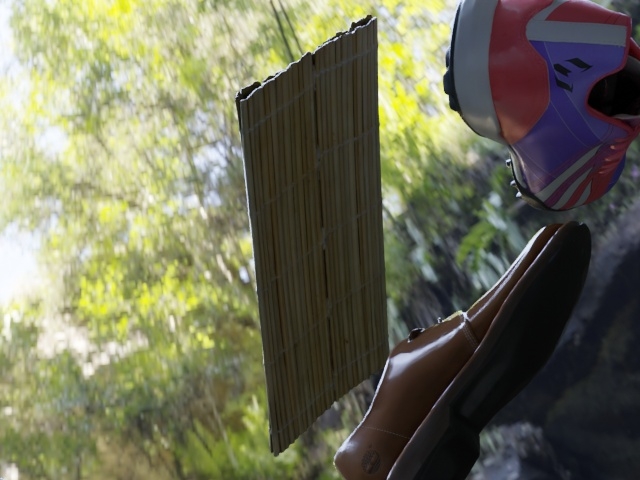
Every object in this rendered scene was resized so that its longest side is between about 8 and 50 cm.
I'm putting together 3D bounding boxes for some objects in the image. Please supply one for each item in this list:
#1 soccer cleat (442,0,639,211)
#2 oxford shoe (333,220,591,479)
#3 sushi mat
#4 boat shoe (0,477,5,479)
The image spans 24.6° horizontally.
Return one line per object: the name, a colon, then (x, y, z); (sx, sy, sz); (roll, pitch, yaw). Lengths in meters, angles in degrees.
soccer cleat: (0.184, -0.087, 1.018); (0.116, 0.318, 0.109); (5, -102, 24)
oxford shoe: (0.083, 0.064, 0.863); (0.212, 0.076, 0.076); (-50, -39, -15)
sushi mat: (0.000, 0.000, 1.096); (0.151, 0.019, 0.317); (-34, -47, -38)
boat shoe: (-0.200, 0.278, 1.083); (0.233, 0.084, 0.079); (43, -79, 14)
